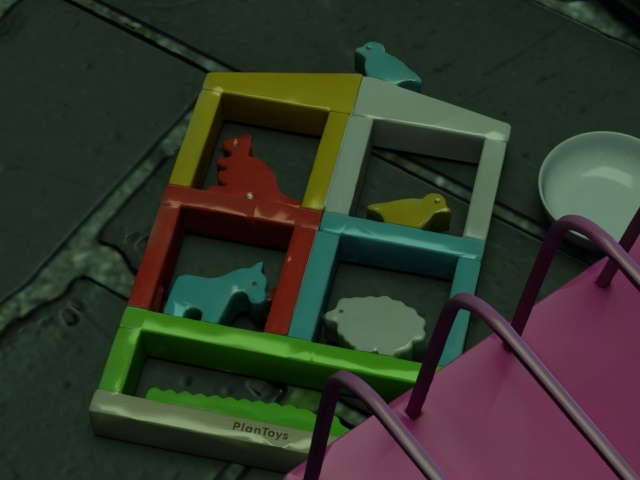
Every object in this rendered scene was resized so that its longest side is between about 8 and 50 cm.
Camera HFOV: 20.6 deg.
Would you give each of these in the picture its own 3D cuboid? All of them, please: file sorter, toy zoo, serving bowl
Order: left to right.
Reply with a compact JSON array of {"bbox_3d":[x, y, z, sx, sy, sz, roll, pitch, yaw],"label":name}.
[{"bbox_3d":[0.000,0.000,1.025,0.192,0.030,0.293,10,55,8],"label":"toy zoo"},{"bbox_3d":[0.169,-0.024,1.043,0.083,0.027,0.083,-1,54,1],"label":"serving bowl"},{"bbox_3d":[0.162,0.090,0.844,0.291,0.182,0.202,-32,71,-21],"label":"file sorter"}]

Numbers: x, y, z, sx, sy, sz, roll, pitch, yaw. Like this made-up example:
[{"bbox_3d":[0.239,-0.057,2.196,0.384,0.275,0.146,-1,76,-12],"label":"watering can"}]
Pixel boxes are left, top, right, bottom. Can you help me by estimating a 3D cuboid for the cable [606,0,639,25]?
[{"bbox_3d":[0.251,-0.111,1.104,0.139,0.072,0.287,-50,50,0],"label":"cable"}]
